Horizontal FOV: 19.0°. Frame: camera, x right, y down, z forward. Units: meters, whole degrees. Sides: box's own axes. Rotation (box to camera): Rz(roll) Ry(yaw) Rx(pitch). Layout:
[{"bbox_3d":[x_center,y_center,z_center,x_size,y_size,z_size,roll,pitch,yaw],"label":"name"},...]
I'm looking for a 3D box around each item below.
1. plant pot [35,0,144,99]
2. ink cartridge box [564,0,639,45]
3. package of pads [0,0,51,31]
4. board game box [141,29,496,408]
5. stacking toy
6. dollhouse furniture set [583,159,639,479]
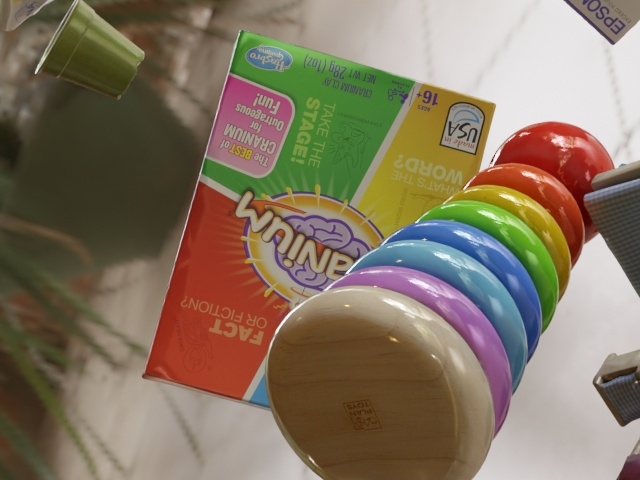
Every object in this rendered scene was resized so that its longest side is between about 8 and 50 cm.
[{"bbox_3d":[-0.206,-0.169,1.748,0.083,0.079,0.083,-56,12,18],"label":"plant pot"},{"bbox_3d":[0.221,-0.277,1.395,0.208,0.206,0.045,-42,28,19],"label":"ink cartridge box"},{"bbox_3d":[-0.230,-0.276,1.177,0.101,0.229,0.296,-48,-2,-22],"label":"package of pads"},{"bbox_3d":[0.000,0.000,1.690,0.064,0.242,0.316,131,154,-80],"label":"board game box"},{"bbox_3d":[0.096,0.022,1.197,0.141,0.141,0.330,-55,-5,39],"label":"stacking toy"},{"bbox_3d":[0.240,0.081,1.193,0.286,0.303,0.198,-18,24,38],"label":"dollhouse furniture set"}]
